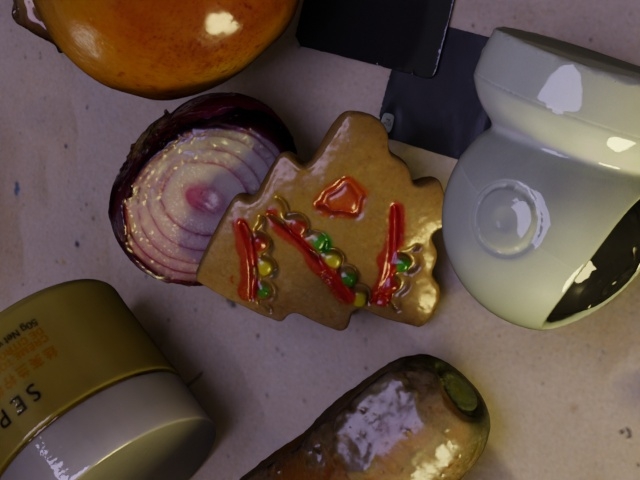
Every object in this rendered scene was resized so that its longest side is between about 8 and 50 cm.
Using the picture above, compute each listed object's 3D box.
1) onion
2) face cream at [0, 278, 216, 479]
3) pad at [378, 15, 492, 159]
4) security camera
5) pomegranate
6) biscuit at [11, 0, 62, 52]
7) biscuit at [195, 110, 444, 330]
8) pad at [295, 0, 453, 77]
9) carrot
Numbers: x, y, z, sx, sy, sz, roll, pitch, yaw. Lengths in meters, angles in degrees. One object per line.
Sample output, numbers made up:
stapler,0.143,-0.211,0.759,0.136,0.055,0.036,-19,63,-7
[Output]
onion,-0.083,-0.032,1.835,0.218,0.140,0.195,38,101,-18
face cream,-0.238,0.171,1.873,0.218,0.218,0.179,-47,67,23
pad,0.142,-0.126,1.764,0.193,0.004,0.116,18,98,30
security camera,0.194,-0.043,1.629,0.194,0.194,0.236,24,101,28
pomegranate,-0.146,-0.262,1.790,0.264,0.264,0.264,1,91,31
biscuit,-0.232,-0.333,1.933,0.154,0.045,0.299,11,107,18
biscuit,0.000,0.000,1.759,0.238,0.041,0.212,-18,111,7
pad,0.052,-0.219,1.816,0.157,0.003,0.112,18,97,29
carrot,0.023,0.218,1.776,0.302,0.138,0.139,-41,71,33
